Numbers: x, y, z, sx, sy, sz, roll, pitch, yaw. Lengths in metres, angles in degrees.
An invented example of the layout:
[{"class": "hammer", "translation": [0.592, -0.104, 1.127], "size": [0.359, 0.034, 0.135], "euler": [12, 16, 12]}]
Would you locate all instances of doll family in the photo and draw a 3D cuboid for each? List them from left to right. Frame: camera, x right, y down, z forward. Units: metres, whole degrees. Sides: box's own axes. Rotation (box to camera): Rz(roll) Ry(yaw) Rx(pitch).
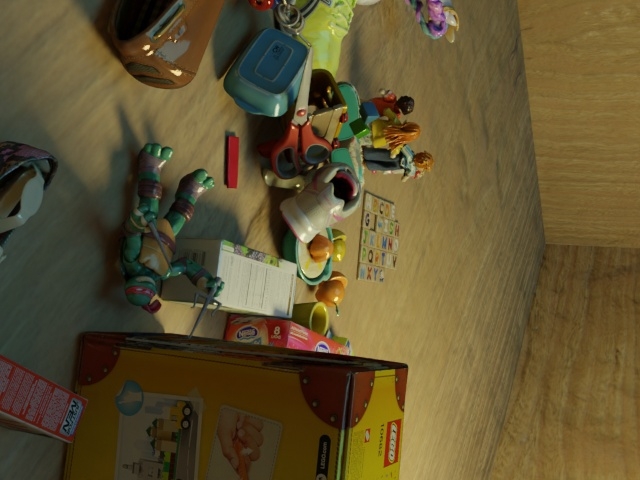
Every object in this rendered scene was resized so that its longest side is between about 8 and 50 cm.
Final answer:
[{"class": "doll family", "translation": [0.158, -0.198, 1.680], "size": [0.263, 0.163, 0.118], "euler": [65, 37, -44]}]

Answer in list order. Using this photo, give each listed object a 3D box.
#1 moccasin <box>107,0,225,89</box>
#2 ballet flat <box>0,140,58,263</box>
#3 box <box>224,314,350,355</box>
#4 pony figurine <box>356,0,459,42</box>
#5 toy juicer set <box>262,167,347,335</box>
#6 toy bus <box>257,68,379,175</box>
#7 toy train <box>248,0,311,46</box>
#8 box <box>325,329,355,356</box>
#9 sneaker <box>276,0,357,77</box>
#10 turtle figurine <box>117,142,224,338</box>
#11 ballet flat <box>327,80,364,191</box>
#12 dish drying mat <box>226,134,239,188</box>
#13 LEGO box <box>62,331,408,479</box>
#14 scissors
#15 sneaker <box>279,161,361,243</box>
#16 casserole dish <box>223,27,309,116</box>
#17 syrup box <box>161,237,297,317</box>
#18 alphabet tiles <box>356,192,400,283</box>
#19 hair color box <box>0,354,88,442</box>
[{"class": "moccasin", "translation": [-0.182, -0.389, 1.009], "size": [0.147, 0.139, 0.380], "euler": [53, 55, -65]}, {"class": "ballet flat", "translation": [-0.334, -0.014, 0.780], "size": [0.077, 0.079, 0.221], "euler": [65, 38, -46]}, {"class": "box", "translation": [-0.056, 0.216, 1.331], "size": [0.257, 0.123, 0.128], "euler": [36, 60, -60]}, {"class": "pony figurine", "translation": [0.225, -0.631, 1.706], "size": [0.351, 0.303, 0.363], "euler": [-13, 90, -72]}, {"class": "toy juicer set", "translation": [0.000, 0.000, 1.452], "size": [0.209, 0.090, 0.329], "euler": [-34, 120, -54]}, {"class": "toy bus", "translation": [-0.023, -0.214, 1.367], "size": [0.191, 0.202, 0.104], "euler": [2, 60, -57]}, {"class": "toy train", "translation": [-0.041, -0.414, 1.200], "size": [0.248, 0.143, 0.105], "euler": [43, 52, -32]}, {"class": "box", "translation": [0.041, 0.283, 1.635], "size": [0.178, 0.042, 0.109], "euler": [68, 35, -43]}, {"class": "sneaker", "translation": [0.017, -0.459, 1.381], "size": [0.145, 0.147, 0.384], "euler": [-11, 104, -65]}, {"class": "turtle figurine", "translation": [-0.205, 0.001, 1.005], "size": [0.175, 0.118, 0.234], "euler": [51, 36, -53]}, {"class": "ballet flat", "translation": [0.040, -0.200, 1.558], "size": [0.077, 0.091, 0.240], "euler": [-105, -168, -70]}, {"class": "dish drying mat", "translation": [-0.141, -0.125, 1.250], "size": [0.032, 0.008, 0.083], "euler": [-3, 95, -65]}, {"class": "LEGO box", "translation": [-0.117, 0.377, 0.939], "size": [0.193, 0.373, 0.500], "euler": [16, 79, -64]}, {"class": "scissors", "translation": [-0.041, -0.188, 1.233], "size": [0.297, 0.109, 0.021], "euler": [78, -9, -63]}, {"class": "sneaker", "translation": [0.028, -0.082, 1.371], "size": [0.103, 0.111, 0.252], "euler": [55, 28, -11]}, {"class": "casserole dish", "translation": [-0.078, -0.275, 1.244], "size": [0.188, 0.114, 0.037], "euler": [-64, -176, -38]}, {"class": "syrup box", "translation": [-0.131, 0.061, 1.192], "size": [0.237, 0.093, 0.096], "euler": [21, 74, -63]}, {"class": "alphabet tiles", "translation": [0.142, 0.003, 1.852], "size": [0.237, 0.009, 0.198], "euler": [14, 80, -63]}, {"class": "hair color box", "translation": [-0.328, 0.153, 0.795], "size": [0.167, 0.093, 0.053], "euler": [55, 45, -53]}]
